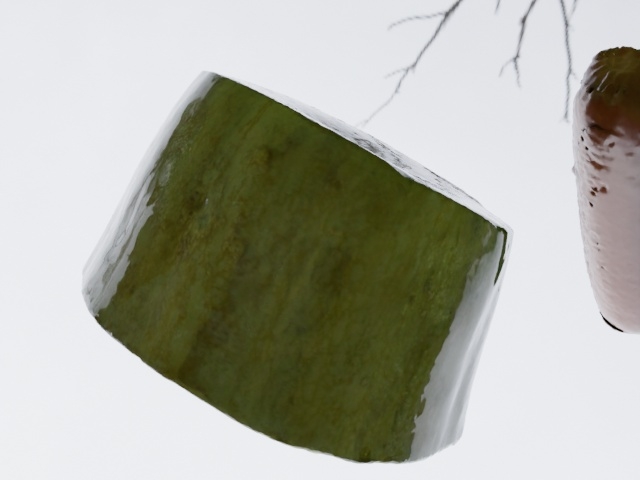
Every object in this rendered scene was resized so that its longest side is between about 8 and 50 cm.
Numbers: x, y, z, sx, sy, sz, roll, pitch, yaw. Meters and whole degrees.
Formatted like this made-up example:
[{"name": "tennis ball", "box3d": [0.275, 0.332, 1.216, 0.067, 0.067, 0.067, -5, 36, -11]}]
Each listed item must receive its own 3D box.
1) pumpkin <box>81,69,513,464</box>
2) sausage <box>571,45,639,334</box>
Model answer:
[{"name": "pumpkin", "box3d": [0.000, 0.000, 0.707, 0.332, 0.199, 0.332, 23, -164, -7]}, {"name": "sausage", "box3d": [0.279, -0.026, 0.830, 0.102, 0.330, 0.102, -11, -137, 11]}]
